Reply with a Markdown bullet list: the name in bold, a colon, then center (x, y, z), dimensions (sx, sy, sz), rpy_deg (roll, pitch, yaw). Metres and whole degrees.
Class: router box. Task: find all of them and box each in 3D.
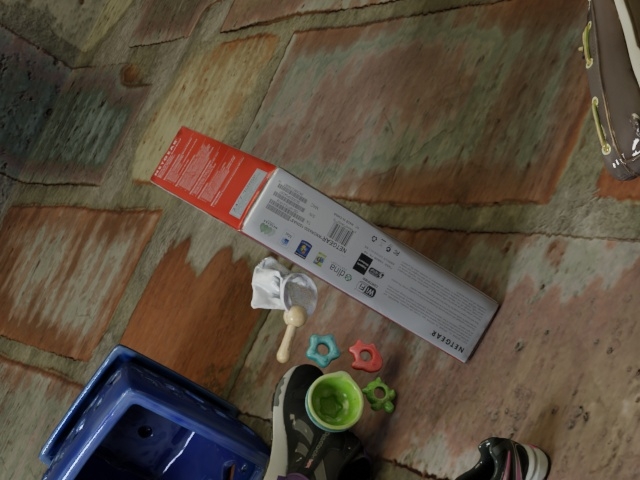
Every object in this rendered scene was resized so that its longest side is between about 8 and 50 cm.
- **router box**: center (0.000, 0.000, 1.697), dimensions (0.082, 0.335, 0.301), rpy_deg (-60, 27, -2)

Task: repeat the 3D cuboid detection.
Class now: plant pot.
- **plant pot**: center (-0.230, 0.287, 1.913), dimensions (0.236, 0.236, 0.212), rpy_deg (-55, 22, 9)

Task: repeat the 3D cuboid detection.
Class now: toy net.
- **toy net**: center (0.001, 0.111, 1.713), dimensions (0.232, 0.122, 0.045), rpy_deg (63, 159, 13)

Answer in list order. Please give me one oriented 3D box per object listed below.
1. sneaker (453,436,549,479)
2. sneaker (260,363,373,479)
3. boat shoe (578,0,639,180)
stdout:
- **sneaker**: center (0.154, 0.276, 1.462), dimensions (0.072, 0.077, 0.178), rpy_deg (10, 73, 61)
- **sneaker**: center (0.009, 0.257, 1.722), dimensions (0.124, 0.107, 0.283), rpy_deg (-12, 38, 16)
- **boat shoe**: center (0.333, -0.205, 1.591), dimensions (0.097, 0.117, 0.324), rpy_deg (-35, 42, 32)
